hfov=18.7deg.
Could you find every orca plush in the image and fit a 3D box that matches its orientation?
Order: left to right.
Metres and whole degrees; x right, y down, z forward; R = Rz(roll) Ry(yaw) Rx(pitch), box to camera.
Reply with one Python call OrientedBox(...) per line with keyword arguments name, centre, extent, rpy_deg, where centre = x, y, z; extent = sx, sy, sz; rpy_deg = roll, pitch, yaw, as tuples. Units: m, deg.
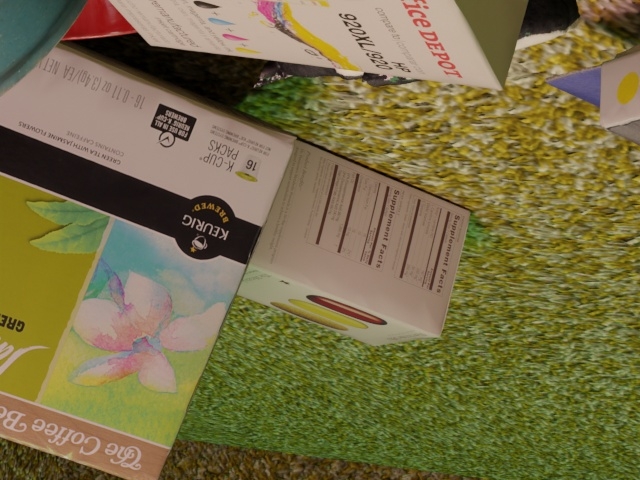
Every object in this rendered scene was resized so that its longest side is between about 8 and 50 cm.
OrientedBox(name="orca plush", centre=(0.052, -0.179, 1.358), extent=(0.151, 0.102, 0.287), rpy_deg=(-27, -163, -25))

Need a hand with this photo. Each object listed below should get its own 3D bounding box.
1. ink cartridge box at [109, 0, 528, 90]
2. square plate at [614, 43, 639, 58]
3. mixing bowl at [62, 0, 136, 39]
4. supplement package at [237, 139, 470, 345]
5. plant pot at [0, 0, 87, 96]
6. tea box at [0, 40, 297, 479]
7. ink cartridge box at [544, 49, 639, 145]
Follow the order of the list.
OrientedBox(name="ink cartridge box", centre=(-0.003, -0.203, 1.090), extent=(0.232, 0.168, 0.171), rpy_deg=(9, 164, 22))
OrientedBox(name="square plate", centre=(0.427, -0.066, 1.401), extent=(0.344, 0.049, 0.347), rpy_deg=(6, 162, 30))
OrientedBox(name="mixing bowl", centre=(-0.185, -0.203, 1.359), extent=(0.181, 0.098, 0.181), rpy_deg=(-3, 176, 0))
OrientedBox(name="supplement package", centre=(0.000, 0.000, 1.886), extent=(0.244, 0.134, 0.139), rpy_deg=(21, 164, -23))
OrientedBox(name="plant pot", centre=(-0.297, -0.234, 1.129), extent=(0.271, 0.272, 0.255), rpy_deg=(7, 154, 28))
OrientedBox(name="tea box", centre=(-0.249, -0.011, 1.644), extent=(0.329, 0.324, 0.220), rpy_deg=(21, -176, -21))
OrientedBox(name="ink cartridge box", centre=(0.350, -0.055, 1.298), extent=(0.303, 0.072, 0.307), rpy_deg=(22, 161, -24))
